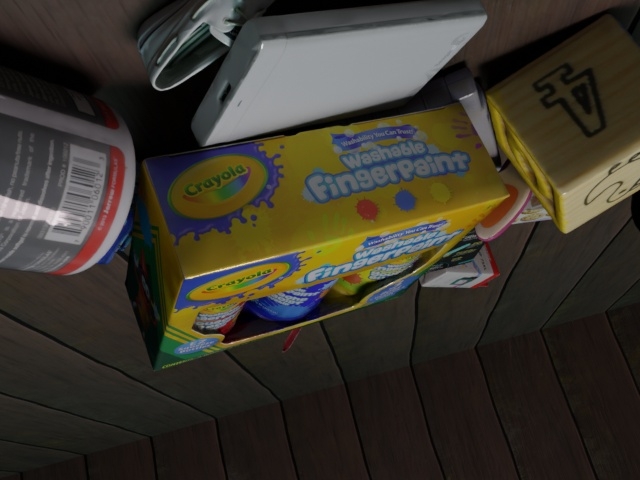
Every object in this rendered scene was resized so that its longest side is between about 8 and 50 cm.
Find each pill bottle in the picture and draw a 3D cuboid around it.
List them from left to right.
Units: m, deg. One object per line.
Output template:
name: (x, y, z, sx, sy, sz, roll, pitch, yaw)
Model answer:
pill bottle: (-0.385, -0.087, 0.689, 0.210, 0.210, 0.363, -29, 154, 32)

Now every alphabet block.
alphabet block: (0.374, -0.158, 1.002, 0.197, 0.193, 0.192, -33, 154, 9)

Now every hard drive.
hard drive: (0.021, -0.196, 0.819, 0.307, 0.040, 0.203, -17, 167, -32)

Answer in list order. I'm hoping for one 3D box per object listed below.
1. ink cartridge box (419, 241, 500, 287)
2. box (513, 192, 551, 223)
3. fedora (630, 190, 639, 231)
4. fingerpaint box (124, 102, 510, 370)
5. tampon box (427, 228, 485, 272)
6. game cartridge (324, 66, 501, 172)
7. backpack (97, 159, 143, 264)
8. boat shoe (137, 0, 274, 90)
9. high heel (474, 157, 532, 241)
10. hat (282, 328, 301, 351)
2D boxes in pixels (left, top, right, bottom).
ink cartridge box: (0.299, 0.028, 1.531, 0.231, 0.134, 0.078, 4, 151, -41)
box: (0.370, -0.070, 1.436, 0.324, 0.063, 0.067, -6, 156, -22)
fedora: (0.621, -0.161, 1.165, 0.152, 0.334, 0.334, 36, 134, -21)
fingerpaint box: (-0.026, 0.006, 0.998, 0.444, 0.163, 0.371, -14, 160, -25)
tampon box: (0.218, -0.024, 1.244, 0.120, 0.101, 0.161, -12, 158, -10)
game cartridge: (0.167, -0.139, 1.142, 0.230, 0.068, 0.355, -24, 157, 11)
backpack: (-0.298, -0.042, 0.970, 0.173, 0.117, 0.158, -1, 146, -50)
boat shoe: (-0.093, -0.228, 0.720, 0.226, 0.076, 0.083, -29, 155, 31)
high heel: (0.320, -0.088, 1.174, 0.082, 0.244, 0.117, 14, 159, 25)
hat: (0.027, 0.122, 1.509, 0.208, 0.184, 0.173, -26, 156, 25)
